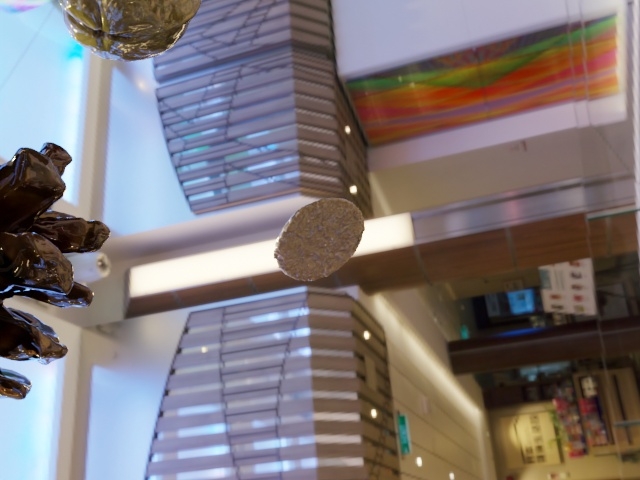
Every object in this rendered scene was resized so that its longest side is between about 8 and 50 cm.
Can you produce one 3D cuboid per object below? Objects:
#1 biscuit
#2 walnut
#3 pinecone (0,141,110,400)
[{"bbox_3d":[0.000,0.000,0.826,0.015,0.120,0.120,53,174,43],"label":"biscuit"},{"bbox_3d":[-0.111,-0.148,0.417,0.092,0.092,0.092,-11,-90,-74],"label":"walnut"},{"bbox_3d":[-0.273,0.045,0.420,0.244,0.309,0.244,48,163,19],"label":"pinecone"}]
